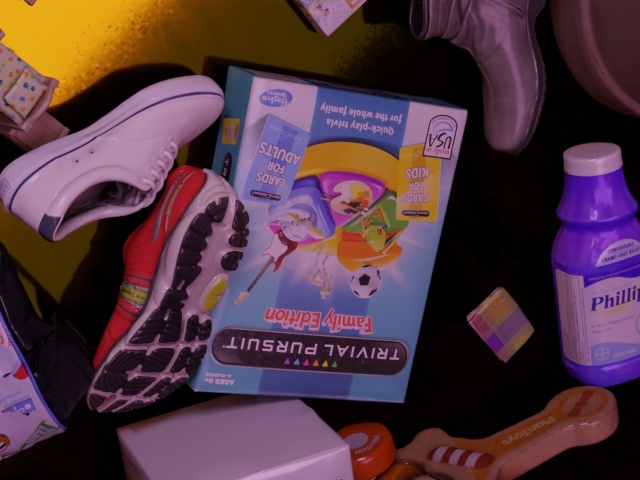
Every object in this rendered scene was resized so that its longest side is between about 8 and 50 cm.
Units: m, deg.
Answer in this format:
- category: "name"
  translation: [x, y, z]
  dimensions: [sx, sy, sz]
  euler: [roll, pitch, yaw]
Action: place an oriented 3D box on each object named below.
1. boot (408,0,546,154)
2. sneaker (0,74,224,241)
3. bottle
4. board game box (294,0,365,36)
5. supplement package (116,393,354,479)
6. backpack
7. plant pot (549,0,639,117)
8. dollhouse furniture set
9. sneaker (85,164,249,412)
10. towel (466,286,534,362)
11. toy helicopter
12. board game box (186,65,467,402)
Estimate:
- category: "boot"
  translation: [0.159, -0.218, 1.589]
  dimensions: [0.161, 0.083, 0.247]
  euler: [0, 97, -32]
- category: "sneaker"
  translation: [-0.187, -0.073, 1.447]
  dimensions: [0.258, 0.091, 0.094]
  euler: [-33, 158, -27]
- category: "bottle"
  translation: [0.332, 0.028, 1.738]
  dimensions: [0.118, 0.092, 0.283]
  euler: [-16, 111, -21]
- category: "board game box"
  translation: [0.028, -0.303, 1.543]
  dimensions: [0.154, 0.026, 0.103]
  euler: [-44, 118, -7]
- category: "supplement package"
  translation: [-0.079, 0.324, 1.578]
  dimensions: [0.198, 0.199, 0.263]
  euler: [-15, 110, -19]
- category: "backpack"
  translation: [-0.338, 0.085, 1.357]
  dimensions: [0.213, 0.263, 0.277]
  euler: [-34, 117, -12]
- category: "plant pot"
  translation: [0.457, -0.265, 1.607]
  dimensions: [0.323, 0.280, 0.323]
  euler: [-7, 109, -22]
- category: "dollhouse furniture set"
  translation: [-0.267, -0.183, 1.394]
  dimensions: [0.182, 0.101, 0.161]
  euler: [40, 74, -40]
- category: "sneaker"
  translation: [-0.165, 0.050, 1.513]
  dimensions: [0.107, 0.118, 0.279]
  euler: [16, 110, -42]
- category: "towel"
  translation: [0.214, 0.099, 1.753]
  dimensions: [0.060, 0.009, 0.083]
  euler: [-45, 118, -7]
- category: "toy helicopter"
  translation: [0.192, 0.259, 1.662]
  dimensions: [0.355, 0.235, 0.140]
  euler: [-25, 113, -16]
- category: "board game box"
  translation: [0.000, 0.000, 1.589]
  dimensions: [0.253, 0.079, 0.336]
  euler: [6, 102, -25]
